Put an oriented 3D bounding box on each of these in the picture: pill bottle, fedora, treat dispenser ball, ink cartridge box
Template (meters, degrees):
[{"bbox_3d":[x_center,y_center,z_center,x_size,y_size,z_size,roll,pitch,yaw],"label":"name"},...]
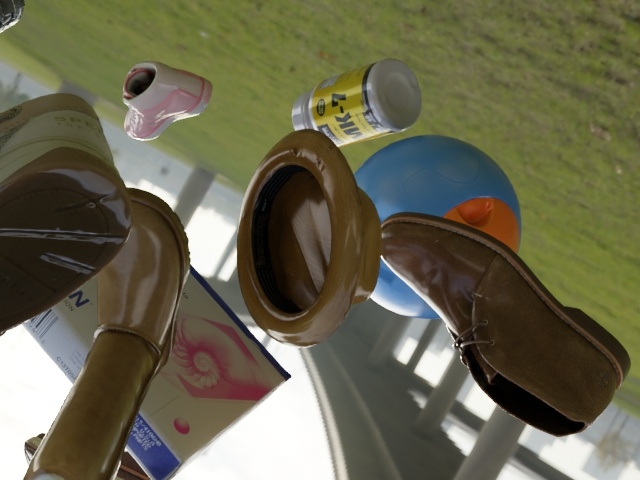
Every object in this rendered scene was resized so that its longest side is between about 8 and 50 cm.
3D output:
[{"bbox_3d":[0.056,-0.222,1.611,0.119,0.119,0.208,29,155,-35],"label":"pill bottle"},{"bbox_3d":[0.000,0.000,0.850,0.079,0.194,0.194,7,-167,-36],"label":"fedora"},{"bbox_3d":[0.169,-0.021,1.513,0.288,0.288,0.288,29,179,0],"label":"treat dispenser ball"},{"bbox_3d":[-0.199,0.097,1.211,0.324,0.071,0.330,47,-150,6],"label":"ink cartridge box"}]

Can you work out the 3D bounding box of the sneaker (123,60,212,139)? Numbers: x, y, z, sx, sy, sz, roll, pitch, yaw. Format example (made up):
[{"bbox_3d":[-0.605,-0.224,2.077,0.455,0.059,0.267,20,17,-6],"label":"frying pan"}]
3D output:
[{"bbox_3d":[-0.168,-0.136,0.923,0.070,0.051,0.134,17,161,-37],"label":"sneaker"}]

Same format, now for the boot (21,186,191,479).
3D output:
[{"bbox_3d":[-0.193,0.117,0.871,0.089,0.236,0.269,6,-144,7],"label":"boot"}]

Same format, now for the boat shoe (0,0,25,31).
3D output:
[{"bbox_3d":[-0.494,-0.324,1.388,0.233,0.079,0.084,10,129,53],"label":"boat shoe"}]

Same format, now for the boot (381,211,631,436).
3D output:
[{"bbox_3d":[0.173,0.083,1.014,0.305,0.115,0.112,36,143,11],"label":"boot"}]

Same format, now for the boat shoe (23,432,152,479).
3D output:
[{"bbox_3d":[-0.288,0.373,1.449,0.342,0.123,0.123,23,-139,20],"label":"boat shoe"}]

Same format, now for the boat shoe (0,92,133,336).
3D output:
[{"bbox_3d":[-0.242,0.025,0.550,0.109,0.302,0.098,47,-168,-45],"label":"boat shoe"}]
